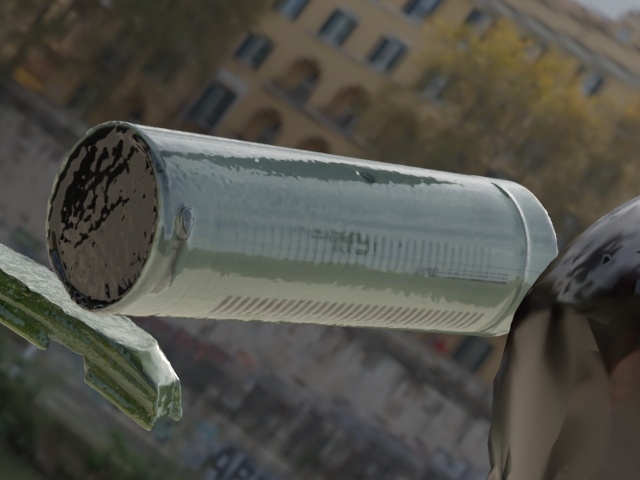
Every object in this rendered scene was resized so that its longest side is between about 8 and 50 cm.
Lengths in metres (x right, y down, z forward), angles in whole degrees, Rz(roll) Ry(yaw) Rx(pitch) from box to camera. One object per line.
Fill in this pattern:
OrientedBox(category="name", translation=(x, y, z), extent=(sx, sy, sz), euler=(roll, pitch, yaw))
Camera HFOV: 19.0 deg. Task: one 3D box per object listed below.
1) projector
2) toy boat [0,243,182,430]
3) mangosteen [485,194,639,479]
OrientedBox(category="projector", translation=(0.000, 0.000, 1.144), extent=(0.337, 0.108, 0.108), euler=(6, 18, -45))
OrientedBox(category="toy boat", translation=(-0.235, 0.058, 1.578), extent=(0.293, 0.055, 0.093), euler=(29, 13, 17))
OrientedBox(category="mangosteen", translation=(0.125, 0.108, 0.651), extent=(0.231, 0.289, 0.231), euler=(58, -6, 10))
